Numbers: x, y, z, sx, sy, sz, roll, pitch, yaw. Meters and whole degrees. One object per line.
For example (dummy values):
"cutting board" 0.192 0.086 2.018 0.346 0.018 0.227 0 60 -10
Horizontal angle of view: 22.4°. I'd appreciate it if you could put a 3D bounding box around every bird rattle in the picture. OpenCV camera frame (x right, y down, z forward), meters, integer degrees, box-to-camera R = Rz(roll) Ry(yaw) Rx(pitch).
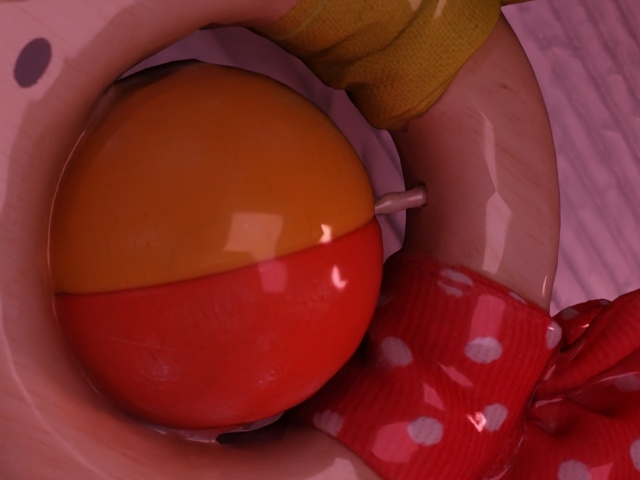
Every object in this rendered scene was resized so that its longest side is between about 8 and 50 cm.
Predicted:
"bird rattle" 0.000 0.000 0.391 0.207 0.143 0.253 -14 113 -21
